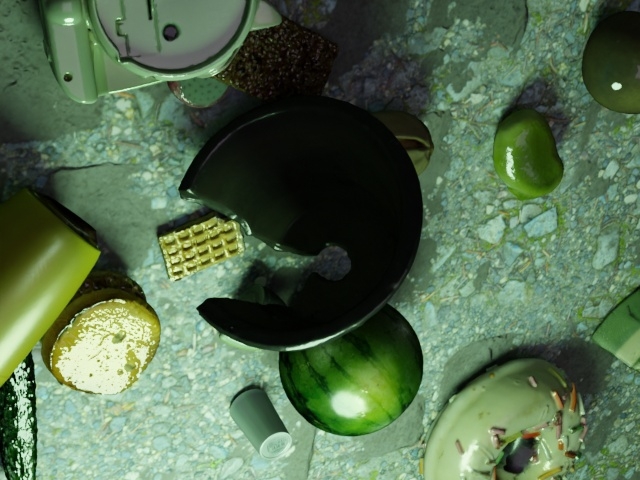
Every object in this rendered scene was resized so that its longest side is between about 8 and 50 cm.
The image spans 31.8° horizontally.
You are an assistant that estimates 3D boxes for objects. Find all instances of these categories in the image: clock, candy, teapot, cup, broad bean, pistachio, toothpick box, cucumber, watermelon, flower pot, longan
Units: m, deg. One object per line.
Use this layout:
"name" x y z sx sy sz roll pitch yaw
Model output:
"clock" -0.205 -0.329 1.461 0.324 0.108 0.265 -11 113 -14
"candy" -0.172 -0.242 1.615 0.103 0.043 0.103 -16 122 -28
"teapot" -0.098 0.131 1.849 0.090 0.124 0.092 29 66 -28
"cup" -0.099 0.326 1.940 0.074 0.116 0.104 -26 134 -16
"broad bean" 0.365 -0.148 1.992 0.124 0.082 0.174 -42 120 -6
"pistachio" 0.100 -0.148 1.802 0.184 0.124 0.125 2 116 -15
"toothpick box" -0.432 0.060 1.540 0.271 0.175 0.175 -49 130 -4
"cucumber" -0.463 0.268 1.706 0.067 0.067 0.294 -12 123 -27
"watermelon" 0.050 0.206 1.884 0.242 0.242 0.242 -15 123 -25
"flower pot" 0.000 0.000 1.684 0.379 0.379 0.251 -46 154 -2
"longan" 0.538 -0.304 1.954 0.189 0.189 0.189 -15 123 -25

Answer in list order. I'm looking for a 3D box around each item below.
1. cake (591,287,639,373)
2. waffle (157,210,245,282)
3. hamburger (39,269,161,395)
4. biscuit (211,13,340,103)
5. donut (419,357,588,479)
"cake" 0.734 0.226 2.380 0.283 0.158 0.172 34 94 -41
"waffle" -0.185 0.004 1.760 0.135 0.021 0.092 -25 126 -19
"hamburger" -0.336 0.127 1.670 0.181 0.118 0.191 -36 135 -14
"biscuit" -0.066 -0.265 1.649 0.230 0.025 0.131 16 99 -47
"donut" 0.382 0.420 2.277 0.382 0.142 0.383 -16 124 -25
